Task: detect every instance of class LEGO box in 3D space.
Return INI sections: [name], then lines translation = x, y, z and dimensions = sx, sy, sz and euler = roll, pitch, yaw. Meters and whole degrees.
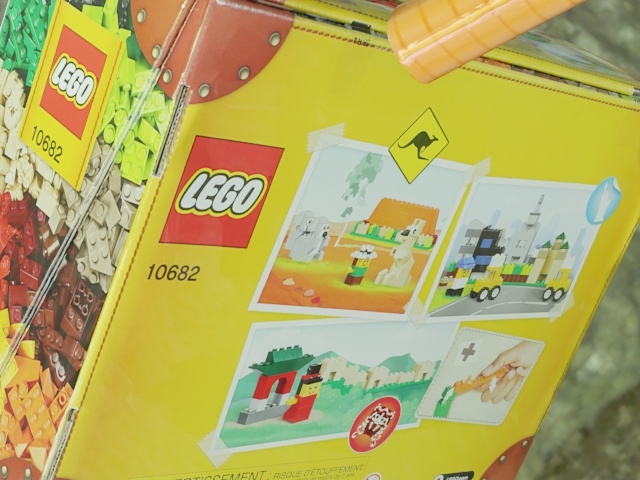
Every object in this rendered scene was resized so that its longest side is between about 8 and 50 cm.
[LEGO box]
translation = 0.000, 0.000, 0.905
dimensions = 0.500, 0.193, 0.372
euler = 5, -67, -44

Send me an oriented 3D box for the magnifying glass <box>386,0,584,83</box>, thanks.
[magnifying glass]
translation = 0.118, -0.101, 0.293
dimensions = 0.231, 0.026, 0.092
euler = -28, 18, 25
